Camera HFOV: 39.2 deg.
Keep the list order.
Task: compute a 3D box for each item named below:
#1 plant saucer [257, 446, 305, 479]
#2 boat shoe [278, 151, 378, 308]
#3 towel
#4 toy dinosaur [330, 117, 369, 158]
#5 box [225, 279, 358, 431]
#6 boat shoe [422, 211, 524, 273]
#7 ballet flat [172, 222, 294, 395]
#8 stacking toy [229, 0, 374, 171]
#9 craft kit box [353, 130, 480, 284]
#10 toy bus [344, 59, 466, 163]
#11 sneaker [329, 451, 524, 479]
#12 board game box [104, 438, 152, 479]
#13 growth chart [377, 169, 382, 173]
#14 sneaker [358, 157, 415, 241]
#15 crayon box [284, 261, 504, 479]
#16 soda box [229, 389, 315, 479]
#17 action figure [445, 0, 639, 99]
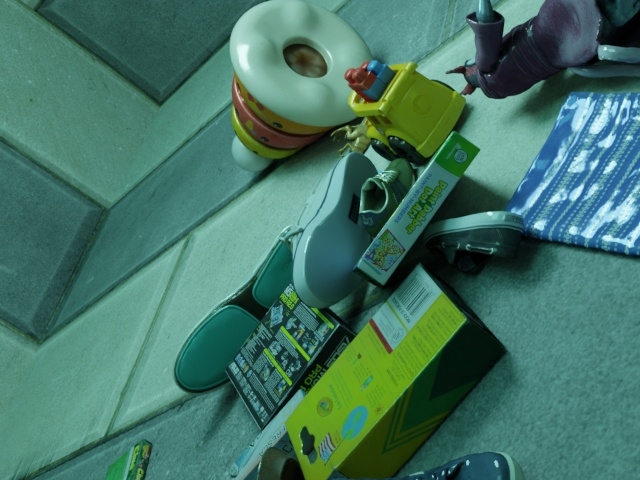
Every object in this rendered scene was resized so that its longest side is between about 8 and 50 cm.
[{"bbox_3d":[-0.044,0.363,1.217,0.029,0.168,0.168,-12,38,15],"label":"plant saucer"},{"bbox_3d":[-0.006,-0.006,1.621,0.156,0.136,0.367,-30,31,38],"label":"boat shoe"},{"bbox_3d":[0.385,-0.099,1.172,0.243,0.040,0.336,-58,23,-8],"label":"towel"},{"bbox_3d":[0.090,-0.233,1.921,0.112,0.064,0.212,14,78,46],"label":"toy dinosaur"},{"bbox_3d":[-0.053,0.202,1.561,0.216,0.060,0.270,-53,23,-1],"label":"box"},{"bbox_3d":[0.216,0.011,1.303,0.228,0.080,0.076,-14,68,63],"label":"boat shoe"},{"bbox_3d":[-0.131,0.136,1.752,0.400,0.139,0.139,-51,23,-5],"label":"ballet flat"},{"bbox_3d":[-0.101,-0.309,2.179,0.480,0.350,0.351,125,167,-54],"label":"stacking toy"},{"bbox_3d":[0.143,-0.041,1.412,0.247,0.061,0.250,-57,-2,-1],"label":"craft kit box"},{"bbox_3d":[0.126,-0.258,1.676,0.149,0.211,0.220,-58,22,-7],"label":"toy bus"},{"bbox_3d":[0.069,0.322,1.042,0.350,0.148,0.131,-38,28,33],"label":"sneaker"},{"bbox_3d":[-0.412,0.538,1.817,0.136,0.030,0.260,-42,25,30],"label":"board game box"},{"bbox_3d":[0.067,-0.078,1.775,0.172,0.021,0.237,-51,24,5],"label":"growth chart"},{"bbox_3d":[0.115,-0.090,1.599,0.064,0.086,0.192,-8,48,34],"label":"sneaker"},{"bbox_3d":[0.091,0.204,1.252,0.318,0.081,0.202,-50,23,8],"label":"crayon box"},{"bbox_3d":[-0.063,0.324,1.408,0.183,0.058,0.063,-49,23,10],"label":"soda box"},{"bbox_3d":[0.355,-0.291,1.381,0.370,0.248,0.276,-28,61,44],"label":"action figure"}]
